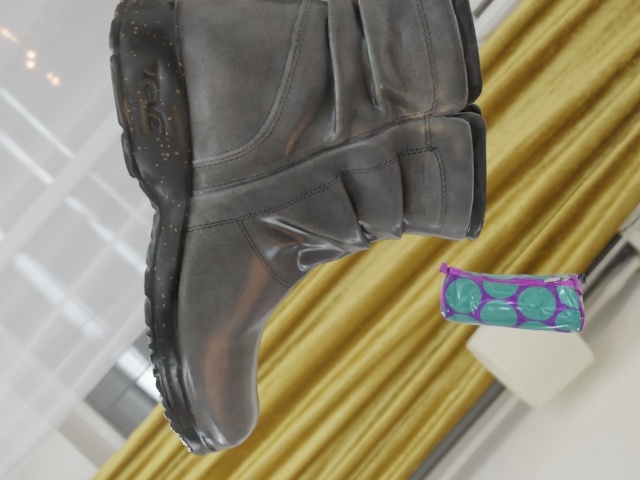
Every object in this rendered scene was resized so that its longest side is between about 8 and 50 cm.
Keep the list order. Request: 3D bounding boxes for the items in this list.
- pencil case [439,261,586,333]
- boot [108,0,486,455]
[{"bbox_3d":[0.206,0.061,0.785,0.064,0.151,0.070,-60,-34,-51],"label":"pencil case"},{"bbox_3d":[0.000,0.000,0.476,0.118,0.222,0.338,-97,5,-60],"label":"boot"}]
